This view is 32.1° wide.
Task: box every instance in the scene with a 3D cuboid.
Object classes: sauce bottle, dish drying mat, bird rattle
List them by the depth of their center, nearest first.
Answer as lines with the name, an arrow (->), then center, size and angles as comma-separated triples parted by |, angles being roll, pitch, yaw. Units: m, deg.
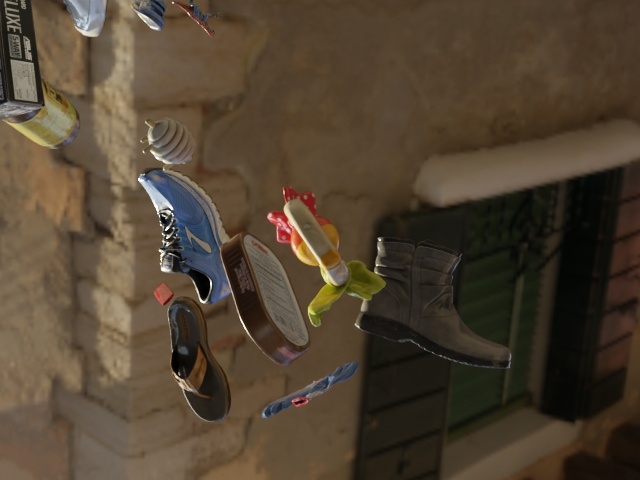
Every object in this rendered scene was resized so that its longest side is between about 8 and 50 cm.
bird rattle -> 0.000, 0.000, 1.868 | 0.143, 0.253, 0.207 | -25, 159, -1
sauce bottle -> -0.558, -0.266, 2.082 | 0.111, 0.111, 0.344 | 6, 170, 9
dish drying mat -> -0.313, 0.107, 2.223 | 0.032, 0.008, 0.083 | -46, -154, -5

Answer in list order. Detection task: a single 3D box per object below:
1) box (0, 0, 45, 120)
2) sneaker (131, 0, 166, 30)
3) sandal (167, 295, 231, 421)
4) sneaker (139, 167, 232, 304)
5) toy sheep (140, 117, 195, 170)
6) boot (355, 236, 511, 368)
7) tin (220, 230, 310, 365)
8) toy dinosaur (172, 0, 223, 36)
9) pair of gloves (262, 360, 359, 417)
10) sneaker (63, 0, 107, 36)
box -> -0.553, -0.331, 1.706 | 0.242, 0.307, 0.076 | -10, 176, 32
sneaker -> -0.347, -0.478, 2.296 | 0.059, 0.053, 0.144 | -40, -142, -1
sandal -> -0.215, 0.204, 1.865 | 0.090, 0.219, 0.060 | -9, -173, 29
sneaker -> -0.276, -0.006, 2.295 | 0.147, 0.330, 0.130 | -42, -160, -26
toy sheep -> -0.286, -0.187, 2.095 | 0.091, 0.091, 0.132 | 19, 166, 42
boot -> 0.253, 0.122, 2.266 | 0.338, 0.223, 0.118 | 18, 177, 4
tin -> -0.066, 0.068, 1.360 | 0.106, 0.040, 0.190 | 42, -160, -48
toy dinosaur -> -0.236, -0.432, 2.157 | 0.090, 0.082, 0.047 | -16, -171, -12
pair of gloves -> -0.022, 0.280, 2.078 | 0.159, 0.023, 0.198 | -26, 179, -41
sneaker -> -0.346, -0.384, 1.521 | 0.123, 0.106, 0.290 | 4, 156, -10
